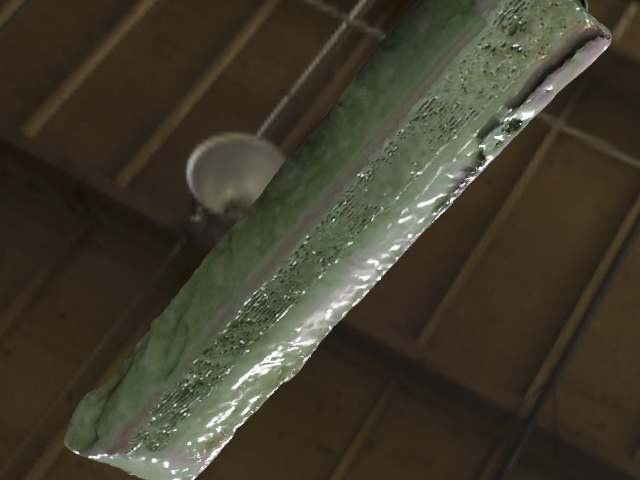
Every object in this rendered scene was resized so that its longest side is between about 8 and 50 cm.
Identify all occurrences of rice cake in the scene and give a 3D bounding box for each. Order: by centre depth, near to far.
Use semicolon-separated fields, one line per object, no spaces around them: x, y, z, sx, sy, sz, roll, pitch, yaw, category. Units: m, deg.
0.000;0.000;0.451;0.043;0.211;0.034;27;-156;-35;rice cake
